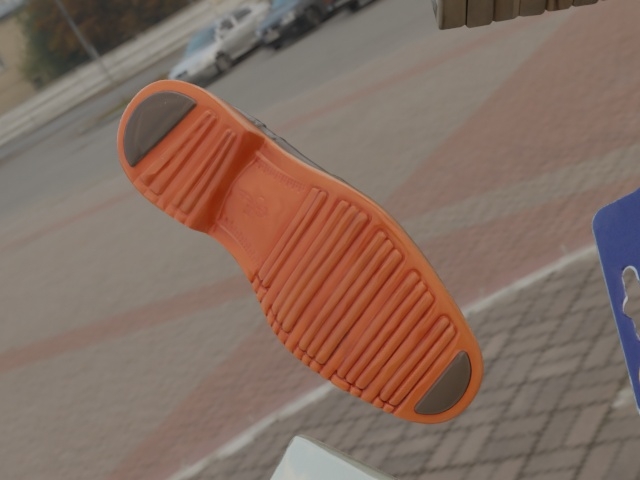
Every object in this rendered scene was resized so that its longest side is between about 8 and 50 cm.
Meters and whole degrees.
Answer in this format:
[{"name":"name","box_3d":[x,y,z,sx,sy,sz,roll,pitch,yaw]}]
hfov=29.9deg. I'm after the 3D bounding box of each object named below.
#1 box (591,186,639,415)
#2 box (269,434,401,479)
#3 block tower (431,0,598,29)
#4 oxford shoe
[{"name":"box","box_3d":[0.254,0.001,0.628,0.036,0.136,0.225,17,-35,-42]},{"name":"box","box_3d":[0.069,0.214,0.659,0.121,0.148,0.311,-61,19,-10]},{"name":"block tower","box_3d":[0.213,-0.213,0.725,0.336,0.097,0.091,-9,56,-1]},{"name":"oxford shoe","box_3d":[0.000,0.000,0.960,0.130,0.363,0.133,-50,-20,14]}]
